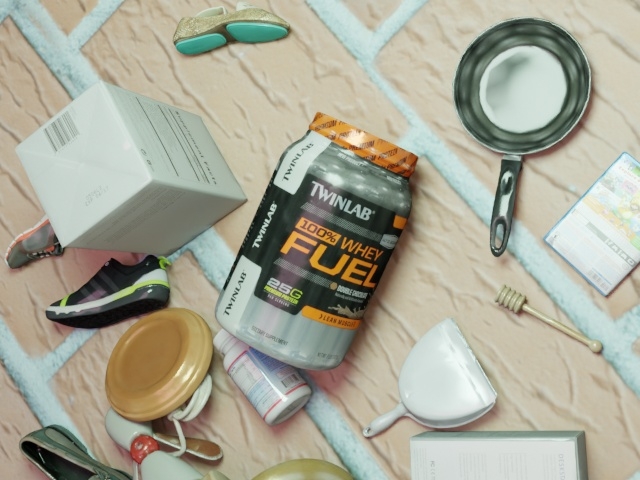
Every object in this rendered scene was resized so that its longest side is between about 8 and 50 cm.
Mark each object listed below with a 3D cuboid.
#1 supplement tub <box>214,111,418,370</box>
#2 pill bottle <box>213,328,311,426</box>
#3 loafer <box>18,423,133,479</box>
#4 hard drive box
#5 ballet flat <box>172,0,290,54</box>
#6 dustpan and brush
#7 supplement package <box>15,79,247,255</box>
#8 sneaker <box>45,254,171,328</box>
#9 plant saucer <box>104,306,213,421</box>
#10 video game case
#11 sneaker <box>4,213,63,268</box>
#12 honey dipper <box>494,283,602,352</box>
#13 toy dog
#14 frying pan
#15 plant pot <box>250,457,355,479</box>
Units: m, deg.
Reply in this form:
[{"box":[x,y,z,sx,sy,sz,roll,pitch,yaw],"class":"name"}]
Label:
[{"box":[0.000,0.000,1.419,0.207,0.207,0.338,26,96,22],"class":"supplement tub"},{"box":[-0.093,0.199,1.506,0.087,0.087,0.160,-45,71,13],"class":"pill bottle"},{"box":[-0.390,0.403,1.614,0.267,0.084,0.096,32,98,21],"class":"loafer"},{"box":[0.248,0.357,1.353,0.232,0.089,0.181,-4,85,23],"class":"hard drive box"},{"box":[-0.146,-0.352,1.583,0.206,0.073,0.067,-4,70,18],"class":"ballet flat"},{"box":[0.142,0.228,1.432,0.211,0.060,0.147,-33,64,10],"class":"dustpan and brush"},{"box":[-0.279,-0.099,1.494,0.177,0.293,0.175,-34,75,16],"class":"supplement package"},{"box":[-0.349,0.081,1.637,0.234,0.084,0.097,-14,66,16],"class":"sneaker"},{"box":[-0.263,0.188,1.553,0.199,0.037,0.200,-17,48,20],"class":"plant saucer"},{"box":[0.408,-0.023,1.356,0.119,0.015,0.166,45,103,20],"class":"video game case"},{"box":[-0.481,0.008,1.698,0.158,0.061,0.065,-40,79,15],"class":"sneaker"},{"box":[0.320,0.113,1.376,0.160,0.030,0.031,31,98,18],"class":"honey dipper"},{"box":[-0.210,0.379,1.509,0.220,0.161,0.334,-28,45,11],"class":"toy dog"},{"box":[0.301,-0.157,1.391,0.197,0.053,0.326,-16,82,20],"class":"frying pan"},{"box":[-0.032,0.430,1.407,0.032,0.236,0.236,30,100,65],"class":"plant pot"}]
